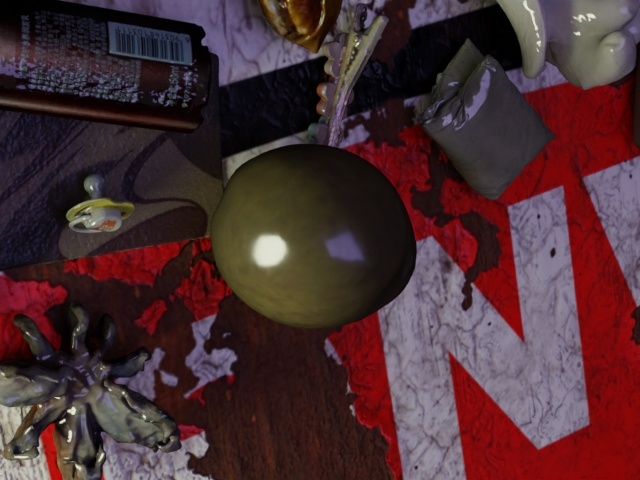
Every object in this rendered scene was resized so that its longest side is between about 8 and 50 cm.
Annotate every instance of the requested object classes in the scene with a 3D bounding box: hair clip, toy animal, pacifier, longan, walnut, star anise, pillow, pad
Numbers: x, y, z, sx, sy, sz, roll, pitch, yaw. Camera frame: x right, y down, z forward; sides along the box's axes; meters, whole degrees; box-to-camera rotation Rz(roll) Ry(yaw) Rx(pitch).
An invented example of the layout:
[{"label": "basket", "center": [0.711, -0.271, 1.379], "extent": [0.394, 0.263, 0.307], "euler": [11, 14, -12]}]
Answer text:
[{"label": "hair clip", "center": [0.021, -0.181, 1.890], "extent": [0.062, 0.056, 0.214], "euler": [10, 103, -52]}, {"label": "toy animal", "center": [0.294, -0.346, 1.964], "extent": [0.265, 0.206, 0.272], "euler": [46, 58, -24]}, {"label": "pacifier", "center": [-0.247, -0.041, 1.732], "extent": [0.083, 0.068, 0.064], "euler": [10, 60, -53]}, {"label": "longan", "center": [0.000, 0.000, 1.800], "extent": [0.248, 0.248, 0.248], "euler": [-8, 105, -33]}, {"label": "walnut", "center": [-0.030, -0.309, 1.788], "extent": [0.116, 0.116, 0.207], "euler": [-26, 117, -28]}, {"label": "star anise", "center": [-0.264, 0.177, 1.734], "extent": [0.198, 0.110, 0.257], "euler": [-46, 115, -18]}, {"label": "pillow", "center": [0.210, -0.147, 2.010], "extent": [0.134, 0.078, 0.181], "euler": [-53, 127, -10]}, {"label": "pad", "center": [-0.250, -0.089, 1.746], "extent": [0.330, 0.004, 0.220], "euler": [-10, 106, -33]}]

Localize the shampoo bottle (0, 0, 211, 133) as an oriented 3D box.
[{"label": "shampoo bottle", "center": [-0.274, -0.190, 1.657], "extent": [0.323, 0.084, 0.129], "euler": [4, 85, -33]}]

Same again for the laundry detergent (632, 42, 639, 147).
[{"label": "laundry detergent", "center": [0.515, -0.245, 2.202], "extent": [0.171, 0.076, 0.237], "euler": [-3, 100, -35]}]
